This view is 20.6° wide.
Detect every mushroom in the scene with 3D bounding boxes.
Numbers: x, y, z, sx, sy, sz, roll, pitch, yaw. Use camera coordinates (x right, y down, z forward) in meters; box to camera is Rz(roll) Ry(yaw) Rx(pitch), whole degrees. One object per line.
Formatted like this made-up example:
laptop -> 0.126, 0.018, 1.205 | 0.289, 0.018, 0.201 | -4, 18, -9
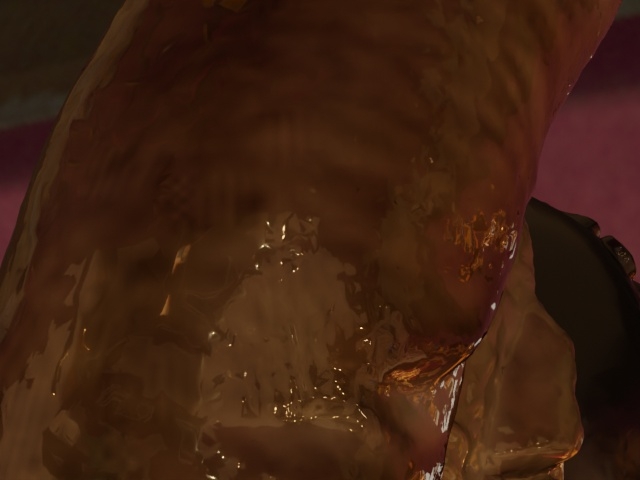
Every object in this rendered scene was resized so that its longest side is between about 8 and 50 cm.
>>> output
mushroom -> -0.018, -0.018, 0.646 | 0.224, 0.397, 0.314 | 6, -179, 28

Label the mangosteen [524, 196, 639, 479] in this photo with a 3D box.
mangosteen -> 0.041, 0.156, 1.181 | 0.382, 0.435, 0.382 | 45, 171, 9
